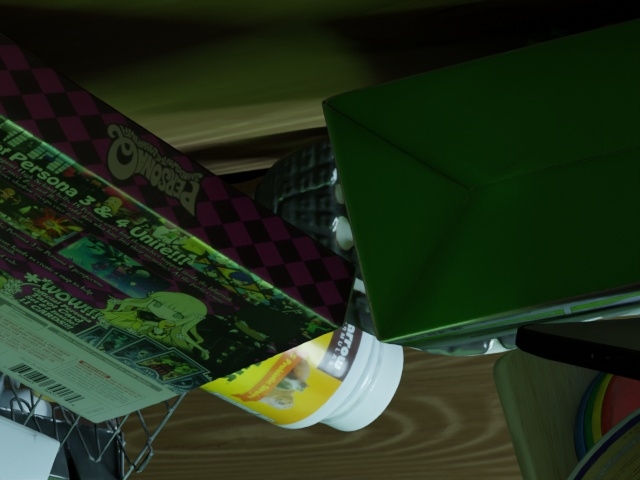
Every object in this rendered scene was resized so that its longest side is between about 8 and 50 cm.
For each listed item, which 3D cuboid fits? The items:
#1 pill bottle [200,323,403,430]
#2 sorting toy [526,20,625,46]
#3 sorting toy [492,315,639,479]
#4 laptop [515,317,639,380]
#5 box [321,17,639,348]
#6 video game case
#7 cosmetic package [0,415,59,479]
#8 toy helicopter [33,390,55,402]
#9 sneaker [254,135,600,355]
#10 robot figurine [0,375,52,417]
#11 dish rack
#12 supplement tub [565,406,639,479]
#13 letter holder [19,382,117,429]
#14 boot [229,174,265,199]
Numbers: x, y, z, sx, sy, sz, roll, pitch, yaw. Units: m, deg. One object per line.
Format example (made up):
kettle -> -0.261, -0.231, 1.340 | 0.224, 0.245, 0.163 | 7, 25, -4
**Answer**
pill bottle -> -0.045, 0.056, 1.335 | 0.215, 0.117, 0.117 | 30, 155, -34
sorting toy -> 0.139, -0.100, 0.965 | 0.062, 0.012, 0.083 | -17, 169, 35
sorting toy -> 0.249, 0.145, 0.973 | 0.255, 0.257, 0.089 | -14, 170, -11
laptop -> 0.334, -0.060, 0.741 | 0.382, 0.236, 0.408 | -2, -176, -22
box -> 0.154, -0.028, 0.977 | 0.262, 0.127, 0.231 | -14, 174, 8
video game case -> -0.135, 0.000, 0.910 | 0.232, 0.042, 0.210 | 33, 145, -27
cosmetic package -> -0.385, 0.107, 1.219 | 0.284, 0.097, 0.377 | 26, 163, -35
toy helicopter -> -0.253, 0.067, 1.567 | 0.235, 0.140, 0.355 | -20, 157, 17
sneaker -> 0.155, -0.017, 1.328 | 0.410, 0.158, 0.182 | 1, -168, -7
robot figurine -> -0.389, 0.108, 1.790 | 0.300, 0.200, 0.353 | 21, 175, 0
dish rack -> -0.184, 0.082, 1.423 | 0.208, 0.074, 0.271 | 16, 122, -34
supplement tub -> 0.209, 0.182, 0.735 | 0.241, 0.241, 0.331 | -5, -176, 1
letter holder -> -0.283, 0.127, 2.021 | 0.301, 0.214, 0.152 | -9, 174, 37
boot -> 0.000, 0.000, 1.511 | 0.262, 0.095, 0.203 | -4, 175, 23
